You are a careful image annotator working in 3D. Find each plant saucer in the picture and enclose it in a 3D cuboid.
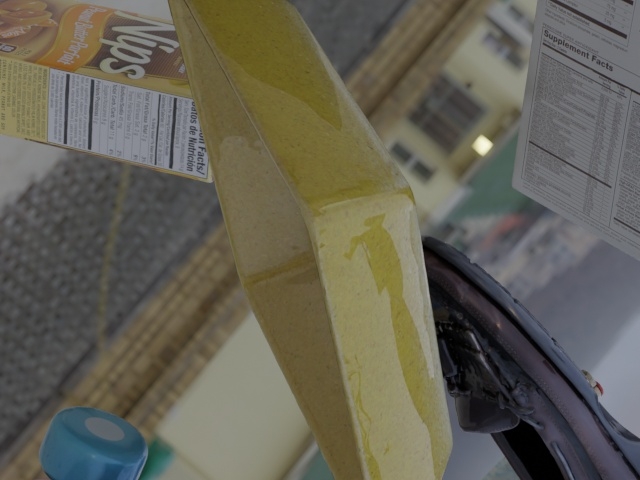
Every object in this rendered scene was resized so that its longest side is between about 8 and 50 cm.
[{"bbox_3d":[0.000,0.000,1.257,0.081,0.333,0.333,-20,132,-8],"label":"plant saucer"}]

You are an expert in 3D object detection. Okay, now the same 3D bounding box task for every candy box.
[{"bbox_3d":[-0.209,-0.153,1.756,0.183,0.316,0.088,-49,148,-60],"label":"candy box"}]

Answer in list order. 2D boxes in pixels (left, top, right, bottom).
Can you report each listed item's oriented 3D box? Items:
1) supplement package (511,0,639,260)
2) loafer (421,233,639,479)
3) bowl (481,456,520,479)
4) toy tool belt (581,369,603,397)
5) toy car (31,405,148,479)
[{"bbox_3d":[0.297,-0.141,1.432,0.199,0.198,0.263,-26,134,-36],"label":"supplement package"},{"bbox_3d":[0.149,0.129,1.340,0.095,0.302,0.109,-46,-164,-10],"label":"loafer"},{"bbox_3d":[0.222,0.342,1.761,0.289,0.156,0.289,-51,-165,20],"label":"bowl"},{"bbox_3d":[0.259,0.165,1.968,0.051,0.052,0.083,-34,-163,-18],"label":"toy tool belt"},{"bbox_3d":[-0.217,0.245,1.229,0.238,0.210,0.219,6,114,-45],"label":"toy car"}]
